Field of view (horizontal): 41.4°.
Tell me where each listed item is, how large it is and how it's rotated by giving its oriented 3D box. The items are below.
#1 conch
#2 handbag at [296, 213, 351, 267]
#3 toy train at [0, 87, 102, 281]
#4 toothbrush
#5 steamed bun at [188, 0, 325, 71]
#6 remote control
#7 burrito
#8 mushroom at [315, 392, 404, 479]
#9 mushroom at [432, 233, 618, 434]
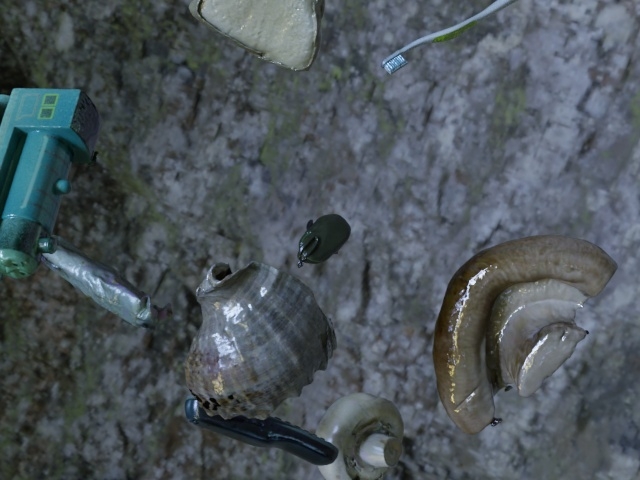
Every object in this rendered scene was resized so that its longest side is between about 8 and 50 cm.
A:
[{"bbox_3d":[-0.063,0.099,0.845,0.155,0.130,0.207,-20,-59,-19],"label":"conch"},{"bbox_3d":[0.000,0.000,1.381,0.111,0.072,0.047,-45,2,-24],"label":"handbag"},{"bbox_3d":[-0.426,-0.081,1.168,0.120,0.194,0.298,82,-169,-59],"label":"toy train"},{"bbox_3d":[0.192,-0.303,1.194,0.263,0.026,0.022,-33,-18,-17],"label":"toothbrush"},{"bbox_3d":[-0.075,-0.419,1.435,0.212,0.231,0.110,-55,15,22],"label":"steamed bun"},{"bbox_3d":[-0.080,0.257,1.148,0.072,0.222,0.042,-36,34,62],"label":"remote control"},{"bbox_3d":[-0.386,0.070,1.471,0.066,0.309,0.096,-61,-24,-4],"label":"burrito"},{"bbox_3d":[0.065,0.311,1.300,0.154,0.122,0.154,-9,-76,-41],"label":"mushroom"},{"bbox_3d":[0.220,0.096,1.045,0.285,0.151,0.156,-52,11,11],"label":"mushroom"}]
